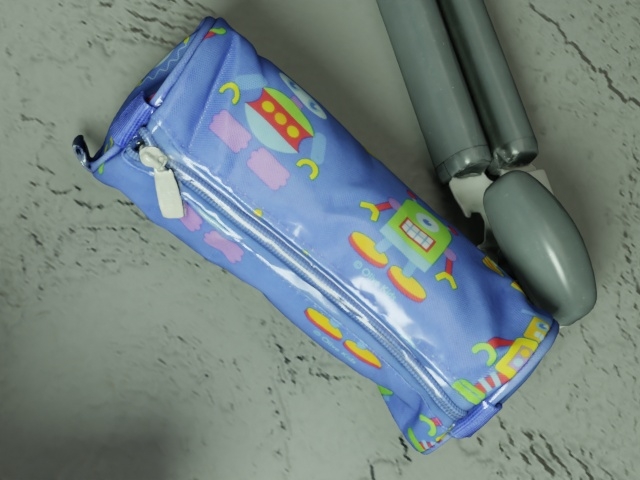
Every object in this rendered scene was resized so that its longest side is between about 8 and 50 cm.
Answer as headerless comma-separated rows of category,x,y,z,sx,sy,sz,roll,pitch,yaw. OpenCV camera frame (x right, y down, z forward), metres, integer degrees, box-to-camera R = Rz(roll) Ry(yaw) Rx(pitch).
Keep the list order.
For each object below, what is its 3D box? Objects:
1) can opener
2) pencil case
can opener,0.118,-0.075,1.120,0.076,0.095,0.284,-12,76,-28
pencil case,0.000,0.000,1.021,0.306,0.119,0.133,41,30,-5
